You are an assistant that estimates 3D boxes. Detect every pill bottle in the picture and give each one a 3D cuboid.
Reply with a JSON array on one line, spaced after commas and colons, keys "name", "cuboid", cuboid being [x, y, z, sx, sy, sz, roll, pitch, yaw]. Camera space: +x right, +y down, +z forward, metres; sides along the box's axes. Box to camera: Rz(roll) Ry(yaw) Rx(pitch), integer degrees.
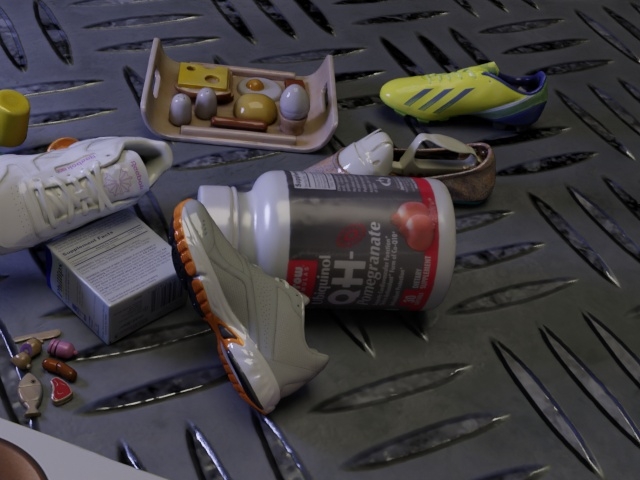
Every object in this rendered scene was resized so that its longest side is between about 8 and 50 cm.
[{"name": "pill bottle", "cuboid": [0.000, 0.000, 1.237, 0.318, 0.176, 0.176, 2, 41, -10]}]

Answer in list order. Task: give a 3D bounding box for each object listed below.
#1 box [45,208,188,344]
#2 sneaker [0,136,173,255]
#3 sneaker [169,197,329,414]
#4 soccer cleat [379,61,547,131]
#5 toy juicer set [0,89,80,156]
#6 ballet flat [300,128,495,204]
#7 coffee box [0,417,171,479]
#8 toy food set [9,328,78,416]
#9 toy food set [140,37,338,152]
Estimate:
[{"name": "box", "cuboid": [-0.256, 0.043, 1.209, 0.126, 0.072, 0.137, -29, 55, -37]}, {"name": "sneaker", "cuboid": [-0.310, -0.073, 1.199, 0.152, 0.114, 0.305, -5, 20, 35]}, {"name": "sneaker", "cuboid": [-0.083, 0.063, 1.123, 0.121, 0.099, 0.262, -27, 95, -20]}, {"name": "soccer cleat", "cuboid": [0.246, -0.259, 1.633, 0.289, 0.121, 0.093, 4, 41, -8]}, {"name": "toy juicer set", "cuboid": [-0.440, -0.061, 1.290, 0.209, 0.089, 0.329, 34, 39, -2]}, {"name": "ballet flat", "cuboid": [0.119, -0.116, 1.452, 0.315, 0.106, 0.108, -3, 43, -16]}, {"name": "coffee box", "cuboid": [-0.210, 0.365, 0.645, 0.337, 0.338, 0.334, 18, 41, 7]}, {"name": "toy food set", "cuboid": [-0.318, 0.146, 1.116, 0.077, 0.019, 0.122, -10, 45, -23]}, {"name": "toy food set", "cuboid": [-0.128, -0.252, 1.560, 0.306, 0.092, 0.220, 5, 41, -8]}]
